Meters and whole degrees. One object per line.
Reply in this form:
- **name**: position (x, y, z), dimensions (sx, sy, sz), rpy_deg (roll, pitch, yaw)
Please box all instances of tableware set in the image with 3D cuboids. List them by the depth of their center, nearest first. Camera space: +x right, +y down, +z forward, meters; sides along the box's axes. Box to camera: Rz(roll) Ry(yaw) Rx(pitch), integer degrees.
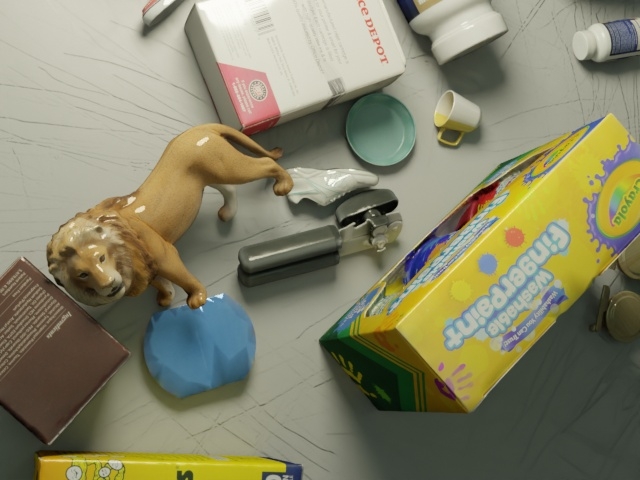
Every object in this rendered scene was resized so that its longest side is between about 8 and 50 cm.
- **tableware set**: position (0.514, 0.074, 1.957), dimensions (0.128, 0.039, 0.194), rpy_deg (15, 84, -26)

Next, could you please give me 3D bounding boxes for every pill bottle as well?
- **pill bottle**: position (0.188, -0.425, 1.868), dimensions (0.153, 0.153, 0.265), rpy_deg (-27, 90, -18)
- **pill bottle**: position (0.495, -0.341, 1.990), dimensions (0.120, 0.067, 0.067), rpy_deg (-11, 86, -17)

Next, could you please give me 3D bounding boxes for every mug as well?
- **mug**: position (0.224, -0.201, 1.907), dimensions (0.064, 0.078, 0.062), rpy_deg (17, 46, -22)

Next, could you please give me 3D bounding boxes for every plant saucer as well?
- **plant saucer**: position (0.095, -0.177, 1.877), dimensions (0.119, 0.021, 0.119), rpy_deg (2, 82, -15)

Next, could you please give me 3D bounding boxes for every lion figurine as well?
- **lion figurine**: position (-0.214, -0.050, 1.668), dimensions (0.240, 0.142, 0.392), rpy_deg (49, 63, -37)

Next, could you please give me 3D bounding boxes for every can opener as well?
- **can opener**: position (0.000, 0.000, 1.811), dimensions (0.280, 0.074, 0.093), rpy_deg (-19, 54, -19)

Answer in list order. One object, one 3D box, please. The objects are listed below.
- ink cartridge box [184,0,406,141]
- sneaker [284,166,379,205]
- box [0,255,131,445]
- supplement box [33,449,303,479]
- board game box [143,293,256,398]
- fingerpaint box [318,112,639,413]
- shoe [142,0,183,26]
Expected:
- **ink cartridge box**: position (-0.039, -0.298, 1.804), dimensions (0.283, 0.117, 0.207), rpy_deg (-21, 89, -17)
- **sneaker**: position (0.017, -0.085, 1.831), dimensions (0.152, 0.053, 0.061), rpy_deg (-1, 92, -10)
- **box**: position (-0.399, 0.154, 1.613), dimensions (0.203, 0.168, 0.167), rpy_deg (43, 73, -6)
- **supplement box**: position (-0.221, 0.397, 1.619), dimensions (0.356, 0.195, 0.194), rpy_deg (4, 82, -15)
- **board game box**: position (-0.182, 0.158, 1.749), dimensions (0.168, 0.033, 0.133), rpy_deg (-16, 93, -14)
- **fingerpaint box**: position (0.244, 0.043, 1.709), dimensions (0.445, 0.371, 0.163), rpy_deg (-43, 96, -16)
- **shoe**: position (-0.232, -0.411, 1.795), dimensions (0.081, 0.063, 0.178), rpy_deg (43, 68, -5)
